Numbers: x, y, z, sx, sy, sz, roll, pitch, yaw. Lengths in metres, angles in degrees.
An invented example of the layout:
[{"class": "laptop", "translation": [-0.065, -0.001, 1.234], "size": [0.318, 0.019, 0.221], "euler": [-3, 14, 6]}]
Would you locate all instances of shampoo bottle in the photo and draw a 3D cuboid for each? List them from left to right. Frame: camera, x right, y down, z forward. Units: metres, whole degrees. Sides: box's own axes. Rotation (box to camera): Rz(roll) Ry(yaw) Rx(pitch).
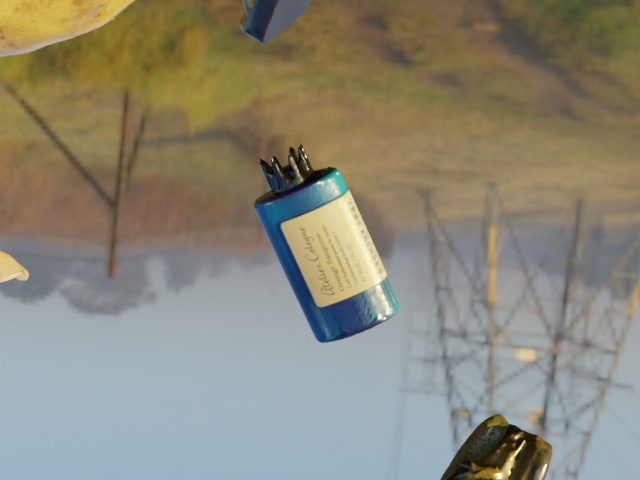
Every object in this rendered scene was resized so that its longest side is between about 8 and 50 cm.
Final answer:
[{"class": "shampoo bottle", "translation": [0.000, 0.000, 1.350], "size": [0.087, 0.183, 0.050], "euler": [-21, -166, 13]}]

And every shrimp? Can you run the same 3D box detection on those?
[{"class": "shrimp", "translation": [0.079, 0.222, 0.940], "size": [0.058, 0.253, 0.173], "euler": [36, -168, 24]}]

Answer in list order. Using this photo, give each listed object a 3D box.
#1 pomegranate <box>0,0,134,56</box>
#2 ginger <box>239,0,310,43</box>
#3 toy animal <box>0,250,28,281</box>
[{"class": "pomegranate", "translation": [-0.227, -0.255, 0.979], "size": [0.281, 0.281, 0.281], "euler": [5, -179, 0]}, {"class": "ginger", "translation": [-0.041, -0.393, 1.314], "size": [0.211, 0.358, 0.413], "euler": [33, 176, 15]}, {"class": "toy animal", "translation": [-0.460, 0.046, 1.598], "size": [0.154, 0.166, 0.250], "euler": [-14, -155, 36]}]
